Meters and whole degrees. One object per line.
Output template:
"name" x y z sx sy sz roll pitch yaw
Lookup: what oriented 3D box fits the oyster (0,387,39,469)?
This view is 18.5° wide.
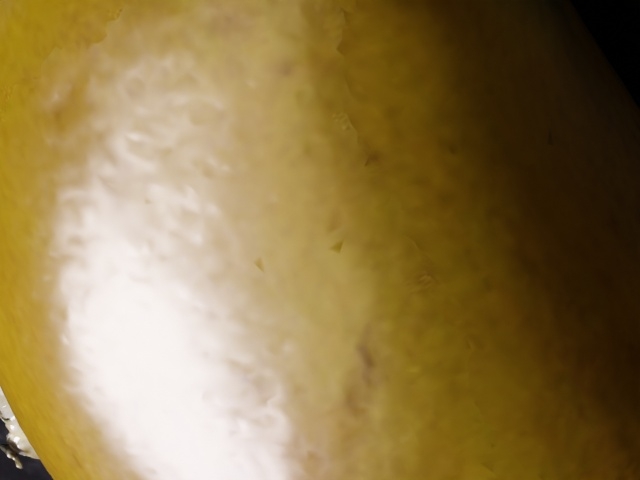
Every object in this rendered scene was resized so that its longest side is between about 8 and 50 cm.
"oyster" -0.062 0.101 0.808 0.106 0.061 0.200 8 140 41

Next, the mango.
"mango" 0.000 0.000 0.566 0.211 0.173 0.317 -2 129 23
